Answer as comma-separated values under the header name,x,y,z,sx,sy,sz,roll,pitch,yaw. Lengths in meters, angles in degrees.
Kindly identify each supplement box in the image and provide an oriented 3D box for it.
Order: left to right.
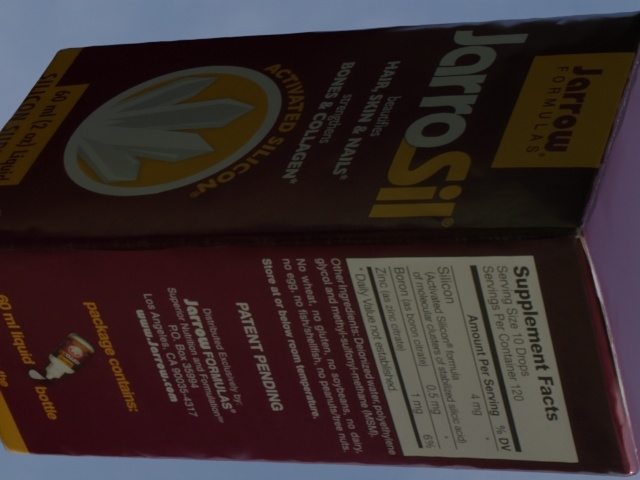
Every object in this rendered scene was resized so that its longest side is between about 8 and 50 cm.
name,x,y,z,sx,sy,sz,roll,pitch,yaw
supplement box,0.000,0.000,0.531,0.188,0.080,0.104,-1,-143,23
